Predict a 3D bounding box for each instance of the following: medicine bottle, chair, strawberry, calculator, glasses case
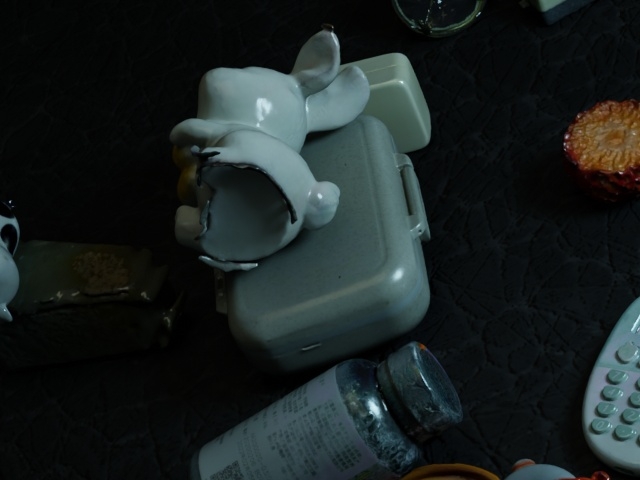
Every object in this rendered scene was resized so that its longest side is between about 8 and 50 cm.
[{"bbox_3d":[0.008,0.222,1.714,0.293,0.141,0.141,-33,37,16],"label":"medicine bottle"},{"bbox_3d":[0.170,-0.385,2.355,0.159,0.170,0.326,-30,-4,1],"label":"chair"},{"bbox_3d":[0.373,-0.110,1.976,0.145,0.086,0.145,-16,40,14],"label":"strawberry"},{"bbox_3d":[0.395,0.136,1.731,0.184,0.042,0.295,13,56,37],"label":"calculator"},{"bbox_3d":[0.000,0.000,2.023,0.282,0.123,0.375,-20,38,11],"label":"medicine bottle"},{"bbox_3d":[-0.010,-0.163,2.201,0.312,0.131,0.070,-12,42,17],"label":"glasses case"}]

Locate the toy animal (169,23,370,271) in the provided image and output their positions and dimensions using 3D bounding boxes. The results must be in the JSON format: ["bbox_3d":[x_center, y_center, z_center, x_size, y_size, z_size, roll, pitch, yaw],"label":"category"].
[{"bbox_3d":[-0.077,-0.121,1.971,0.247,0.183,0.310,-10,36,18],"label":"toy animal"}]

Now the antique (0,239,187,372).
[{"bbox_3d":[-0.316,0.081,2.103,0.284,0.125,0.150,-3,46,25],"label":"antique"}]

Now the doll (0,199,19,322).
[{"bbox_3d":[-0.444,0.020,2.054,0.106,0.110,0.181,-18,43,8],"label":"doll"}]

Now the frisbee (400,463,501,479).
[{"bbox_3d":[0.129,0.322,1.670,0.192,0.035,0.192,-9,47,10],"label":"frisbee"}]

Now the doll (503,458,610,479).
[{"bbox_3d":[0.182,0.292,1.607,0.245,0.076,0.142,-24,47,0],"label":"doll"}]

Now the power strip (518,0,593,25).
[{"bbox_3d":[0.398,-0.409,2.304,0.256,0.070,0.105,-31,39,-4],"label":"power strip"}]
